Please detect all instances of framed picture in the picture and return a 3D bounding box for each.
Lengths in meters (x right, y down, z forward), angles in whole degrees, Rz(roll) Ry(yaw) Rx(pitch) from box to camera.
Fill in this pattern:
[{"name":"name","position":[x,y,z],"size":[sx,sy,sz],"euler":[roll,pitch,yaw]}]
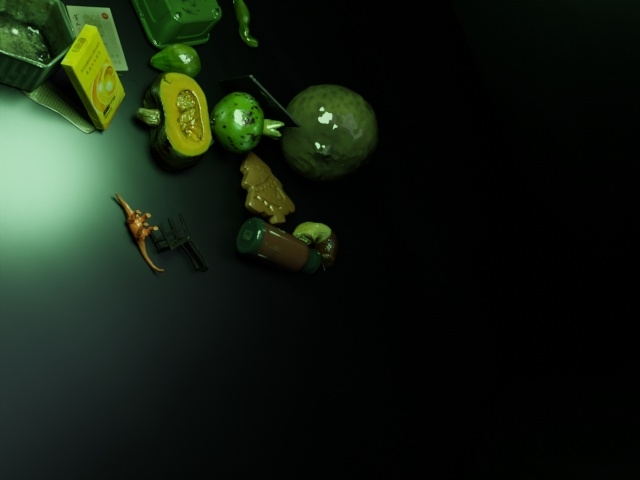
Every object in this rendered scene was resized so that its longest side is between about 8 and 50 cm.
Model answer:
[{"name":"framed picture","position":[-0.220,-0.488,1.830],"size":[0.244,0.323,0.013],"euler":[41,81,-30]}]

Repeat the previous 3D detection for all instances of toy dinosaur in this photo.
[{"name":"toy dinosaur","position":[-0.551,-0.026,1.598],"size":[0.280,0.101,0.055],"euler":[61,32,-3]}]

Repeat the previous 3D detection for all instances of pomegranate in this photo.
[{"name":"pomegranate","position":[-0.262,-0.404,1.797],"size":[0.262,0.211,0.211],"euler":[4,79,-28]}]

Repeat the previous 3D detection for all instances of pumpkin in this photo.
[{"name":"pumpkin","position":[-0.486,-0.390,1.686],"size":[0.221,0.139,0.318],"euler":[-4,88,-46]}]

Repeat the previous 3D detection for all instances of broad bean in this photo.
[{"name":"broad bean","position":[-0.296,-0.853,1.998],"size":[0.070,0.048,0.214],"euler":[-27,101,-42]}]

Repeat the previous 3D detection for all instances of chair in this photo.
[{"name":"chair","position":[-0.457,0.031,1.670],"size":[0.101,0.084,0.213],"euler":[-36,107,-44]}]

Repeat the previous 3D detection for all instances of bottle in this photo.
[{"name":"bottle","position":[-0.139,0.036,1.915],"size":[0.336,0.143,0.144],"euler":[25,66,-37]}]

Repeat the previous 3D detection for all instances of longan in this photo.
[{"name":"longan","position":[0.033,-0.404,1.988],"size":[0.390,0.391,0.392],"euler":[9,76,-41]}]

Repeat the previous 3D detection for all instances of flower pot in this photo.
[{"name":"flower pot","position":[-0.802,-0.539,1.380],"size":[0.239,0.189,0.210],"euler":[13,72,-41]}]

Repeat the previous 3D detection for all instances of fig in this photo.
[{"name":"fig","position":[-0.488,-0.598,1.731],"size":[0.156,0.123,0.123],"euler":[-19,95,-33]}]

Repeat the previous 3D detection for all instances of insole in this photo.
[{"name":"insole","position":[-0.770,-0.408,1.512],"size":[0.253,0.005,0.086],"euler":[37,60,-32]}]

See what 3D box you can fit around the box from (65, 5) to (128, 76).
[{"name":"box","position":[-0.692,-0.608,1.584],"size":[0.141,0.058,0.201],"euler":[-21,98,-43]}]

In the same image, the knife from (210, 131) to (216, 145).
[{"name":"knife","position":[-0.343,-0.387,1.891],"size":[0.244,0.032,0.058],"euler":[-29,98,-46]}]

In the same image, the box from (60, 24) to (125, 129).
[{"name":"box","position":[-0.645,-0.460,1.484],"size":[0.043,0.269,0.153],"euler":[14,65,5]}]

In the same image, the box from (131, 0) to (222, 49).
[{"name":"box","position":[-0.490,-0.834,1.729],"size":[0.252,0.177,0.329],"euler":[-32,104,-43]}]

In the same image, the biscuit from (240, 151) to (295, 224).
[{"name":"biscuit","position":[-0.208,-0.200,1.908],"size":[0.283,0.043,0.307],"euler":[-10,73,-60]}]

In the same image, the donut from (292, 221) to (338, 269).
[{"name":"donut","position":[-0.002,-0.001,2.089],"size":[0.217,0.085,0.141],"euler":[42,57,-27]}]
